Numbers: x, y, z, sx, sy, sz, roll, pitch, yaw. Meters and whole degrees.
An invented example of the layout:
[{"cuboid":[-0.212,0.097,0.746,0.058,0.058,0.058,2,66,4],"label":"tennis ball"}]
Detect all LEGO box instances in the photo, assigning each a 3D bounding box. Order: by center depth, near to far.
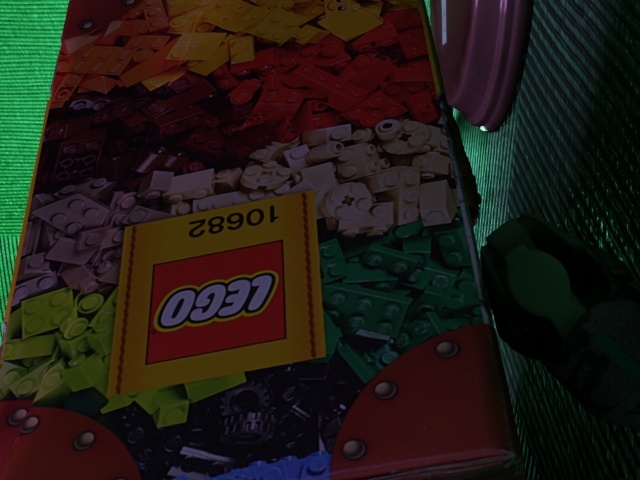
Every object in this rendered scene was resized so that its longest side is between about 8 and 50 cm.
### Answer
[{"cuboid":[0.012,0.135,0.674,0.372,0.193,0.500,-94,-9,-46],"label":"LEGO box"}]

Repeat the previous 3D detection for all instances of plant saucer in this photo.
[{"cuboid":[0.124,-0.226,0.969,0.278,0.041,0.278,179,90,-87],"label":"plant saucer"}]

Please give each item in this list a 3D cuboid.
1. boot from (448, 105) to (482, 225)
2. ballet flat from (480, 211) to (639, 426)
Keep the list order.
[{"cuboid":[0.104,-0.067,1.096,0.197,0.073,0.152,39,-151,-70],"label":"boot"},{"cuboid":[0.122,0.028,0.618,0.077,0.079,0.221,-45,12,5],"label":"ballet flat"}]
